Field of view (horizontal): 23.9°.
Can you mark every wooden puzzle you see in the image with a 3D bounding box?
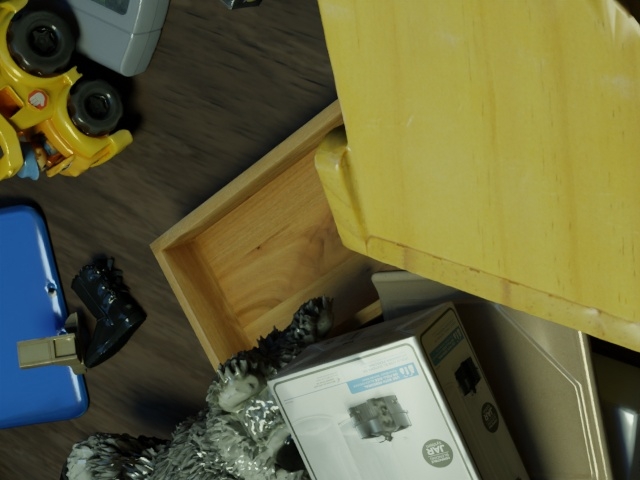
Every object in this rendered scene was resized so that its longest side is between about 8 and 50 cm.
[{"bbox_3d":[0.162,0.132,1.386,0.221,0.044,0.239,-4,106,42],"label":"wooden puzzle"}]

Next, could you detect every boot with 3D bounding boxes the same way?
[{"bbox_3d":[-0.276,0.089,1.880,0.099,0.045,0.121,52,124,12],"label":"boot"}]

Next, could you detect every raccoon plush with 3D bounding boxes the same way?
[{"bbox_3d":[-0.137,0.200,1.589,0.446,0.216,0.299,1,124,24],"label":"raccoon plush"}]

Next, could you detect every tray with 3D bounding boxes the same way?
[{"bbox_3d":[0.000,0.000,1.586,0.411,0.076,0.203,-34,81,42],"label":"tray"}]

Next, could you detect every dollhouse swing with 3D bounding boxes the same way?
[{"bbox_3d":[0.201,-0.109,1.179,0.347,0.315,0.305,19,123,36],"label":"dollhouse swing"}]

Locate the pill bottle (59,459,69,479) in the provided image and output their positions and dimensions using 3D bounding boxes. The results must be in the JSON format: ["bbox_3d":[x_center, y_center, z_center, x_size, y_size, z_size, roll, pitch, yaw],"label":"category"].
[{"bbox_3d":[-0.303,0.384,1.954,0.123,0.123,0.219,34,125,28],"label":"pill bottle"}]

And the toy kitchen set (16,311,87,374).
[{"bbox_3d":[-0.339,0.131,1.913,0.083,0.075,0.068,89,172,-72],"label":"toy kitchen set"}]

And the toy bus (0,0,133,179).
[{"bbox_3d":[-0.356,-0.139,1.725,0.220,0.211,0.149,52,149,-12],"label":"toy bus"}]

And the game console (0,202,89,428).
[{"bbox_3d":[-0.442,0.098,2.043,0.250,0.173,0.293,-163,60,-72],"label":"game console"}]

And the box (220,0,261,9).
[{"bbox_3d":[-0.112,-0.400,1.512,0.270,0.060,0.216,45,120,13],"label":"box"}]

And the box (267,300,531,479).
[{"bbox_3d":[0.093,0.218,1.368,0.169,0.087,0.290,-19,100,31],"label":"box"}]

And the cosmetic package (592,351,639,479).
[{"bbox_3d":[0.188,0.276,1.499,0.284,0.097,0.377,18,116,34],"label":"cosmetic package"}]

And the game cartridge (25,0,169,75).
[{"bbox_3d":[-0.243,-0.343,1.696,0.196,0.060,0.294,25,120,29],"label":"game cartridge"}]
